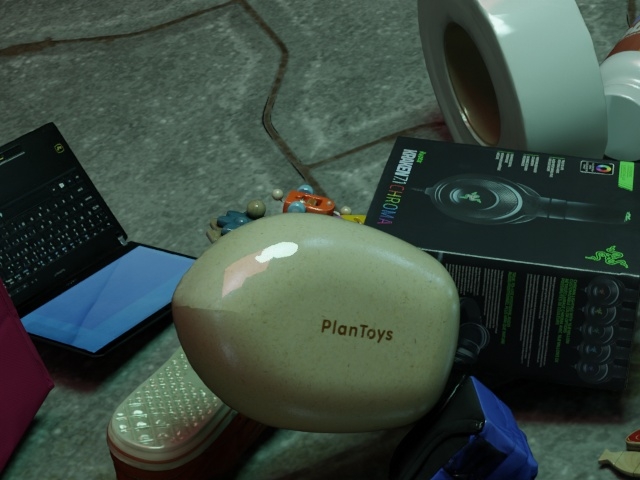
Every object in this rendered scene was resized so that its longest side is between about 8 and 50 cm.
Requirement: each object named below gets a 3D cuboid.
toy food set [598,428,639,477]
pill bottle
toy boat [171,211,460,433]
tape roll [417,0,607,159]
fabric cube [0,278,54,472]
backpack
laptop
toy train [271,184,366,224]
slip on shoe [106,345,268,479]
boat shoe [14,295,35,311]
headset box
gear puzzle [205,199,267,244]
[{"bbox_3d":[0.320,0.199,1.411,0.122,0.019,0.078,15,43,44],"label":"toy food set"},{"bbox_3d":[0.390,-0.188,1.835,0.121,0.121,0.216,11,42,30],"label":"pill bottle"},{"bbox_3d":[-0.026,0.133,1.376,0.267,0.318,0.148,16,-1,-24],"label":"toy boat"},{"bbox_3d":[0.210,-0.189,1.753,0.100,0.286,0.286,-21,36,-11],"label":"tape roll"},{"bbox_3d":[-0.452,0.138,1.489,0.254,0.259,0.258,8,49,24],"label":"fabric cube"},{"bbox_3d":[0.125,0.202,1.392,0.120,0.101,0.098,-44,15,13],"label":"backpack"},{"bbox_3d":[-0.275,-0.008,1.734,0.136,0.264,0.234,-31,3,43],"label":"laptop"},{"bbox_3d":[0.000,0.000,1.629,0.125,0.046,0.166,12,26,2],"label":"toy train"},{"bbox_3d":[-0.093,0.154,1.529,0.123,0.101,0.331,22,33,22],"label":"slip on shoe"},{"bbox_3d":[-0.353,0.063,1.773,0.045,0.050,0.135,-2,36,6],"label":"boat shoe"},{"bbox_3d":[0.191,0.017,1.541,0.283,0.131,0.246,8,29,10],"label":"headset box"},{"bbox_3d":[0.011,0.047,1.628,0.175,0.044,0.339,4,27,-29],"label":"gear puzzle"}]
